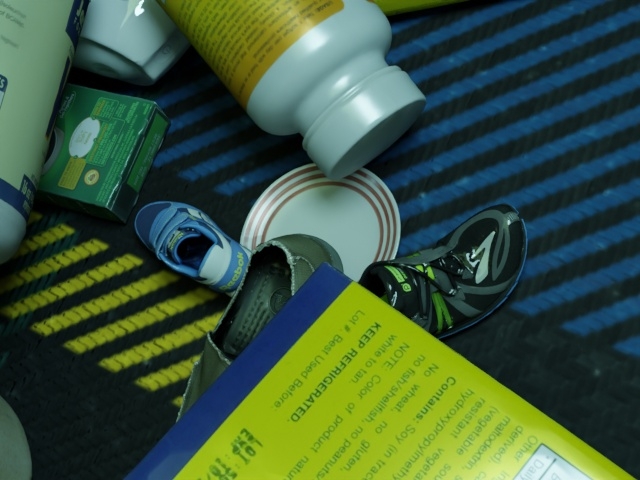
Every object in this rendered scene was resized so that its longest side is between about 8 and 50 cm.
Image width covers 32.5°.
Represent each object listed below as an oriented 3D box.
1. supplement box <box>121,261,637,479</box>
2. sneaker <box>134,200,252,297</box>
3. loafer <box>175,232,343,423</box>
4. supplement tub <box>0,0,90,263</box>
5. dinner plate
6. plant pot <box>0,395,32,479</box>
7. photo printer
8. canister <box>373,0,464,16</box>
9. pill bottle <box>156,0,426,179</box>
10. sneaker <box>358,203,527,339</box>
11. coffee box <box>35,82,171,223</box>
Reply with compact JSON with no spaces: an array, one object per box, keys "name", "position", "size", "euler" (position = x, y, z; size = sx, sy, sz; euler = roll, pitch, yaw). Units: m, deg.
[{"name":"supplement box","position":[0.084,0.215,0.650],"size":[0.356,0.195,0.194],"euler":[36,72,25]},{"name":"sneaker","position":[-0.114,-0.001,0.921],"size":[0.144,0.059,0.053],"euler":[26,92,39]},{"name":"loafer","position":[-0.065,0.104,0.838],"size":[0.094,0.087,0.251],"euler":[16,82,26]},{"name":"supplement tub","position":[-0.316,-0.161,0.869],"size":[0.235,0.235,0.325],"euler":[6,75,23]},{"name":"dinner plate","position":[0.000,0.000,0.909],"size":[0.141,0.017,0.141],"euler":[-8,64,17]},{"name":"plant pot","position":[-0.390,0.169,0.814],"size":[0.334,0.305,0.334],"euler":[-8,64,17]},{"name":"photo printer","position":[-0.218,-0.291,1.067],"size":[0.307,0.107,0.256],"euler":[19,77,26]},{"name":"canister","position":[0.098,-0.261,0.956],"size":[0.170,0.073,0.126],"euler":[-8,65,16]},{"name":"pill bottle","position":[-0.029,-0.173,0.890],"size":[0.136,0.136,0.246],"euler":[-39,80,1]},{"name":"sneaker","position":[0.078,0.039,0.827],"size":[0.188,0.078,0.067],"euler":[-36,60,2]},{"name":"coffee box","position":[-0.241,-0.090,1.025],"size":[0.184,0.040,0.113],"euler":[13,72,25]}]
